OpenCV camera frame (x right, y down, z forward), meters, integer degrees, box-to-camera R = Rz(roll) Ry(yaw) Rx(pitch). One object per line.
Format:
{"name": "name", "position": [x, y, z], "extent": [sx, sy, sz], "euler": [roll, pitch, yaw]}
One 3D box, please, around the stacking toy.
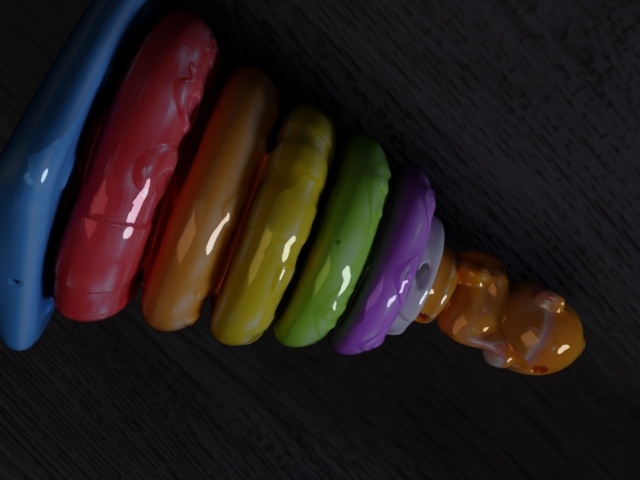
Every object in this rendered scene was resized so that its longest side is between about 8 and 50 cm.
{"name": "stacking toy", "position": [0.000, 0.000, 0.459], "extent": [0.301, 0.166, 0.175], "euler": [21, 142, -6]}
